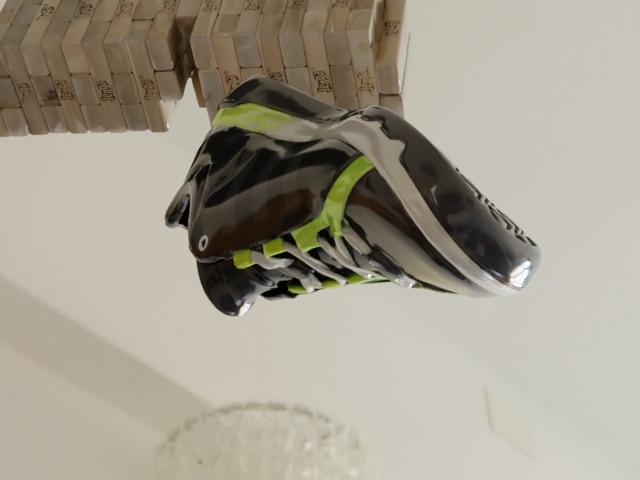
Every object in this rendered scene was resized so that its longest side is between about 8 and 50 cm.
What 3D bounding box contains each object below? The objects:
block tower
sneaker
[{"bbox_3d":[-0.101,-0.146,0.995,0.336,0.097,0.091,-1,-47,11],"label":"block tower"},{"bbox_3d":[0.000,0.000,0.529,0.084,0.235,0.097,40,-96,-26],"label":"sneaker"}]
